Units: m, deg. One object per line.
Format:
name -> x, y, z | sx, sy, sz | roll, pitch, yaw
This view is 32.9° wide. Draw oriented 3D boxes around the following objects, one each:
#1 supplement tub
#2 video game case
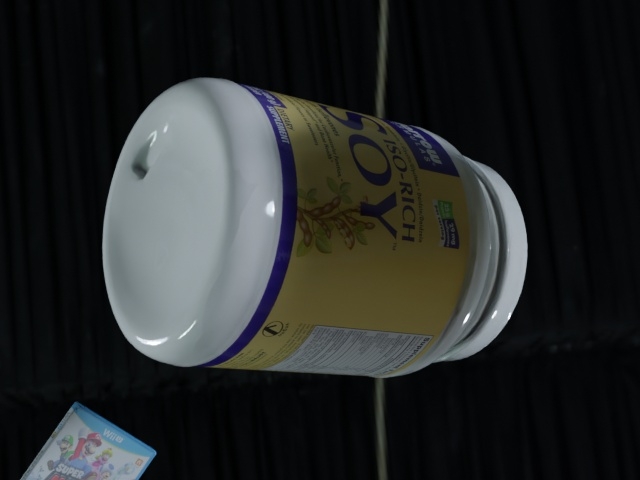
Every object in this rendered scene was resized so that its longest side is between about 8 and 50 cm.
supplement tub -> 0.000, 0.000, 0.978 | 0.331, 0.241, 0.241 | 8, 163, -38
video game case -> -0.274, 0.277, 1.205 | 0.119, 0.166, 0.015 | 40, 168, -31
